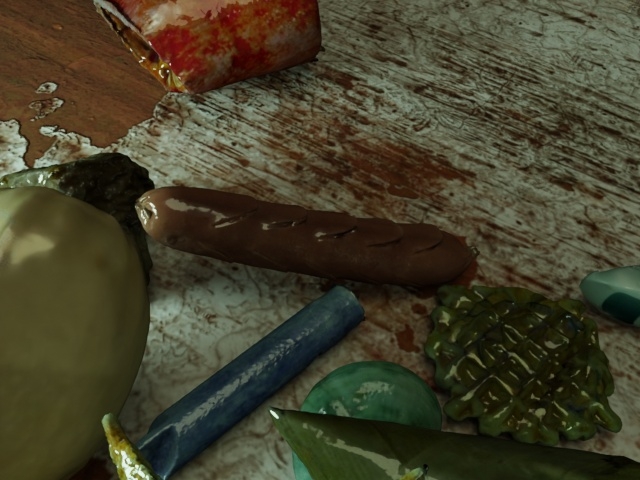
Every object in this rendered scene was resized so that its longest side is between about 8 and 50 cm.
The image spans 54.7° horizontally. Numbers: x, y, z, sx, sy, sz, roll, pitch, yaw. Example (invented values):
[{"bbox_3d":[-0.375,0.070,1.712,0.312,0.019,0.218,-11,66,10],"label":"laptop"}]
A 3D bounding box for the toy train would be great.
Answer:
[{"bbox_3d":[0.532,0.082,0.773,0.408,0.086,0.088,0,59,-4],"label":"toy train"}]

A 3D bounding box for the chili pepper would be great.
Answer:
[{"bbox_3d":[-0.158,-0.333,0.972,0.306,0.229,0.251,-30,63,-12],"label":"chili pepper"}]

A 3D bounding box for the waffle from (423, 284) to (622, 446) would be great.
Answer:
[{"bbox_3d":[0.232,0.137,0.722,0.224,0.054,0.203,7,53,-1],"label":"waffle"}]

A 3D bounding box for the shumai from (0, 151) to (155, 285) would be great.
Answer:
[{"bbox_3d":[-0.272,-0.002,0.725,0.167,0.206,0.175,-19,80,23],"label":"shumai"}]

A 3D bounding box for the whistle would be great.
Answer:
[{"bbox_3d":[-0.076,0.151,0.684,0.304,0.062,0.062,-35,63,-27],"label":"whistle"}]

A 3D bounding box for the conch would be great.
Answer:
[{"bbox_3d":[0.054,0.209,0.614,0.176,0.122,0.188,37,58,-3],"label":"conch"}]

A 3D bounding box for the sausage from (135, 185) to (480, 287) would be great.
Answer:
[{"bbox_3d":[0.000,0.002,0.743,0.434,0.087,0.087,8,51,-18],"label":"sausage"}]

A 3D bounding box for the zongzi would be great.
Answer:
[{"bbox_3d":[0.172,0.192,0.433,0.360,0.323,0.159,43,43,-15],"label":"zongzi"}]

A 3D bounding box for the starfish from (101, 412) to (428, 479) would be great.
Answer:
[{"bbox_3d":[-0.060,0.311,0.435,0.348,0.078,0.357,-2,87,16],"label":"starfish"}]

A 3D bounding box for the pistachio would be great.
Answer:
[{"bbox_3d":[-0.264,0.102,0.571,0.194,0.317,0.214,15,15,5],"label":"pistachio"}]
